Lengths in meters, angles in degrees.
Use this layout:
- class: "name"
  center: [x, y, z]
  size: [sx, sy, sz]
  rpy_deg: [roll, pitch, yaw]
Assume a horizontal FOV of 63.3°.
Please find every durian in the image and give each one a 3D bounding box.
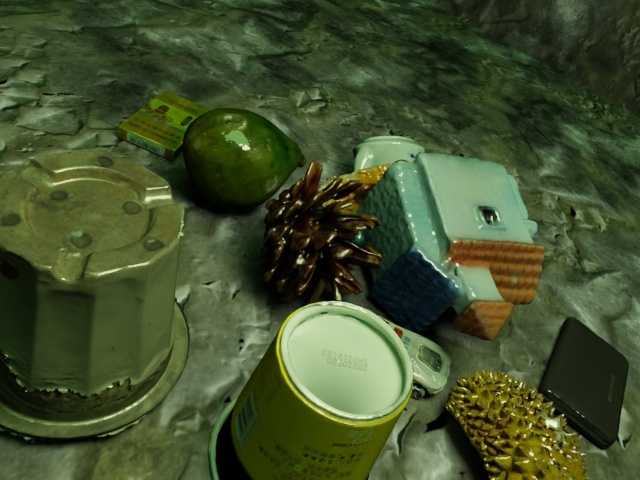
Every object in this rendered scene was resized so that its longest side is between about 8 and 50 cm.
- class: "durian"
  center: [0.292, 0.276, 0.749]
  size: [0.183, 0.137, 0.249]
  rpy_deg: [-9, 43, -22]

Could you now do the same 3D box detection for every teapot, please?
- class: "teapot"
  center: [0.152, -0.146, 1.145]
  size: [0.232, 0.159, 0.159]
  rpy_deg: [2, 44, -37]

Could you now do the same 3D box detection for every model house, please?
- class: "model house"
  center: [0.239, 0.047, 0.904]
  size: [0.295, 0.251, 0.329]
  rpy_deg: [3, 51, -26]

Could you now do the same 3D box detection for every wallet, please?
- class: "wallet"
  center: [0.487, 0.247, 0.943]
  size: [0.149, 0.044, 0.250]
  rpy_deg: [40, 42, 13]

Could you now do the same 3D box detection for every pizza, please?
- class: "pizza"
  center: [0.162, -0.092, 1.041]
  size: [0.366, 0.182, 0.073]
  rpy_deg: [2, 62, -33]

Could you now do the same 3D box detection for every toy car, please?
- class: "toy car"
  center: [0.110, 0.171, 0.827]
  size: [0.205, 0.056, 0.095]
  rpy_deg: [28, 41, 4]

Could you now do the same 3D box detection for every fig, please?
- class: "fig"
  center: [-0.132, -0.159, 0.963]
  size: [0.245, 0.195, 0.195]
  rpy_deg: [-19, 55, -29]

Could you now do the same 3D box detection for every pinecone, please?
- class: "pinecone"
  center: [0.002, 0.001, 0.834]
  size: [0.201, 0.228, 0.202]
  rpy_deg: [37, 18, 33]

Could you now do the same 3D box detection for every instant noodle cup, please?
- class: "instant noodle cup"
  center: [-0.008, 0.199, 0.598]
  size: [0.216, 0.236, 0.215]
  rpy_deg: [12, 41, -11]

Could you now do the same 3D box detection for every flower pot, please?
- class: "flower pot"
  center: [-0.279, 0.051, 0.604]
  size: [0.291, 0.259, 0.290]
  rpy_deg: [14, 42, -13]

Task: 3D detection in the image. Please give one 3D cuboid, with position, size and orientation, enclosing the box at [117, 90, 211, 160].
- class: "box"
  center: [-0.319, -0.246, 1.088]
  size: [0.121, 0.030, 0.193]
  rpy_deg: [24, 39, -1]

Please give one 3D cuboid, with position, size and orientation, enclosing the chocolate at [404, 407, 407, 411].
- class: "chocolate"
  center: [0.040, 0.198, 0.749]
  size: [0.183, 0.086, 0.028]
  rpy_deg: [25, 75, 5]
